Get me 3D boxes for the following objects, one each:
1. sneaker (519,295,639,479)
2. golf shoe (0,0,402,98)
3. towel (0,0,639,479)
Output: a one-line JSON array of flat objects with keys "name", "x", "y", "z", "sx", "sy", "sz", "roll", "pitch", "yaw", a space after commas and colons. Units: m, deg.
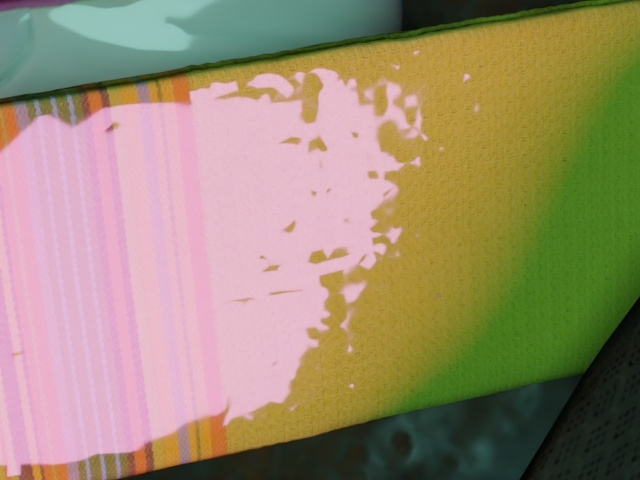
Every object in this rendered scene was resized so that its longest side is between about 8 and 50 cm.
[{"name": "sneaker", "x": -0.018, "y": 0.176, "z": 0.469, "sx": 0.202, "sy": 0.185, "sz": 0.483, "roll": 34, "pitch": 102, "yaw": -28}, {"name": "golf shoe", "x": -0.123, "y": 0.005, "z": 0.528, "sx": 0.306, "sy": 0.115, "sz": 0.140, "roll": -8, "pitch": 100, "yaw": 11}, {"name": "towel", "x": 0.000, "y": 0.000, "z": 0.477, "sx": 0.237, "sy": 0.021, "sz": 0.102, "roll": -11, "pitch": 117, "yaw": -15}]
